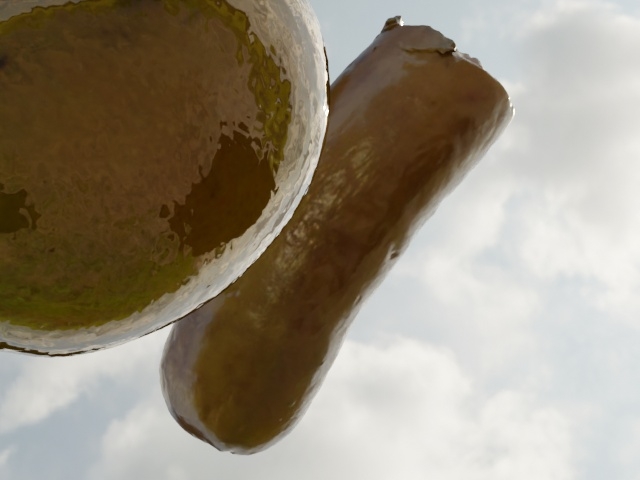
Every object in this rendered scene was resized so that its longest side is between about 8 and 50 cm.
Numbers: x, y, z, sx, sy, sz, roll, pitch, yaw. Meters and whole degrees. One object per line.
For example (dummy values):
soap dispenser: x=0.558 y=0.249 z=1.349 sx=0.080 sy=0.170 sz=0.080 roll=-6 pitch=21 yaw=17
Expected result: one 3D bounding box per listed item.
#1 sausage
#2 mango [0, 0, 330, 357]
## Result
sausage: x=0.001 y=0.001 z=0.727 sx=0.109 sy=0.109 sz=0.270 roll=33 pitch=-88 yaw=-31
mango: x=-0.083 y=-0.036 z=0.450 sx=0.221 sy=0.120 sz=0.152 roll=-42 pitch=-57 yaw=-41
